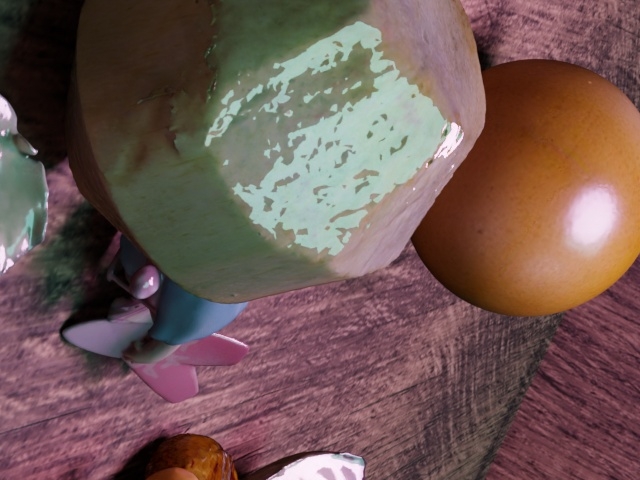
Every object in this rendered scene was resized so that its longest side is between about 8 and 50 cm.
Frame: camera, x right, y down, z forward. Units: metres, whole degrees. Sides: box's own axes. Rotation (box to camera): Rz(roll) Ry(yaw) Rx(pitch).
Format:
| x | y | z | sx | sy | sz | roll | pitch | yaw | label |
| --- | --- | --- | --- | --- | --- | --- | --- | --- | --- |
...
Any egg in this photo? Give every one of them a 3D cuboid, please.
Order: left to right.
| x | y | z | sx | sy | sz | roll | pitch | yaw | label |
| --- | --- | --- | --- | --- | --- | --- | --- | --- | --- |
| 0.214 | -0.059 | 1.760 | 0.322 | 0.250 | 0.250 | -50 | 161 | -61 | egg |

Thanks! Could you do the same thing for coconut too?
| x | y | z | sx | sy | sz | roll | pitch | yaw | label |
| --- | --- | --- | --- | --- | --- | --- | --- | --- | --- |
| -0.040 | -0.085 | 1.049 | 0.259 | 0.259 | 0.259 | -53 | 161 | -27 | coconut |

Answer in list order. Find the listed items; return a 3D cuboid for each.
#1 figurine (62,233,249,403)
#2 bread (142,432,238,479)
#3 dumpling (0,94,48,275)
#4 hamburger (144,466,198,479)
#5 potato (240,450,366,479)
| x | y | z | sx | sy | sz | roll | pitch | yaw | label |
| --- | --- | --- | --- | --- | --- | --- | --- | --- | --- |
| -0.084 | 0.026 | 1.274 | 0.205 | 0.103 | 0.260 | -53 | 171 | -22 | figurine |
| -0.114 | 0.254 | 1.508 | 0.193 | 0.064 | 0.193 | -2 | 90 | -79 | bread |
| -0.221 | -0.017 | 0.823 | 0.181 | 0.111 | 0.155 | -38 | 122 | -64 | dumpling |
| -0.136 | 0.312 | 1.307 | 0.237 | 0.276 | 0.276 | -50 | 162 | -68 | hamburger |
| -0.090 | 0.325 | 1.747 | 0.211 | 0.189 | 0.264 | 1 | 161 | -33 | potato |
